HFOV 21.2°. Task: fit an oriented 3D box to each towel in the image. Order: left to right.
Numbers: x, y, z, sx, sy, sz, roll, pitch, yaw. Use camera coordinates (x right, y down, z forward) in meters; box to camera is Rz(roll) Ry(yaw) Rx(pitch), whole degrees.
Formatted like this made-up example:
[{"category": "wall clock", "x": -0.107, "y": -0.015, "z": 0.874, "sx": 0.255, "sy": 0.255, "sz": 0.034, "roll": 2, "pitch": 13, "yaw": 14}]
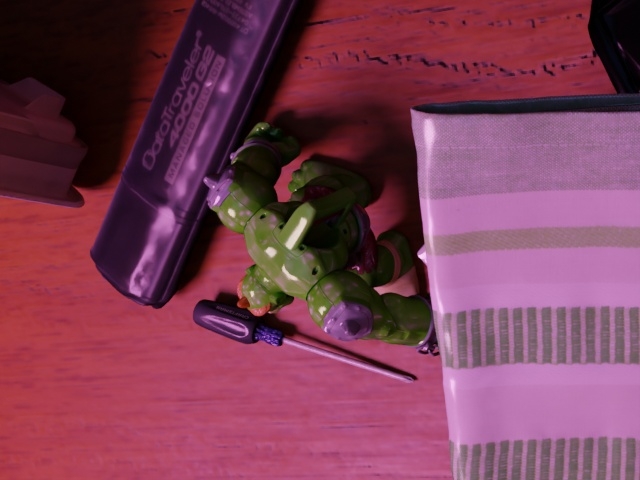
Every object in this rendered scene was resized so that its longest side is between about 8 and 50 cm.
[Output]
[{"category": "towel", "x": 0.186, "y": 0.077, "z": 0.933, "sx": 0.248, "sy": 0.038, "sz": 0.324, "roll": -2, "pitch": 113, "yaw": 14}]

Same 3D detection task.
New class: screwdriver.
[{"category": "screwdriver", "x": -0.015, "y": 0.071, "z": 1.154, "sx": 0.170, "sy": 0.025, "sz": 0.024, "roll": 18, "pitch": 106, "yaw": 29}]

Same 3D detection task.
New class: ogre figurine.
[{"category": "ogre figurine", "x": 0.000, "y": 0.000, "z": 1.079, "sx": 0.097, "sy": 0.118, "sz": 0.197, "roll": -32, "pitch": 79, "yaw": 31}]

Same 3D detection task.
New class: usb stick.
[{"category": "usb stick", "x": -0.084, "y": -0.081, "z": 1.163, "sx": 0.077, "sy": 0.045, "sz": 0.278, "roll": 38, "pitch": 115, "yaw": 29}]

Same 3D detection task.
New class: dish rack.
[{"category": "dish rack", "x": -0.328, "y": -0.135, "z": 1.175, "sx": 0.333, "sy": 0.285, "sz": 0.072, "roll": 32, "pitch": 98, "yaw": 24}]

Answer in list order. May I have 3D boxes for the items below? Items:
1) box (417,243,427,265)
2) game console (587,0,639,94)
[{"category": "box", "x": 0.136, "y": 0.004, "z": 1.005, "sx": 0.102, "sy": 0.101, "sz": 0.087, "roll": 44, "pitch": 118, "yaw": 20}, {"category": "game console", "x": 0.298, "y": -0.041, "z": 0.936, "sx": 0.213, "sy": 0.044, "sz": 0.361, "roll": -29, "pitch": 81, "yaw": 33}]
